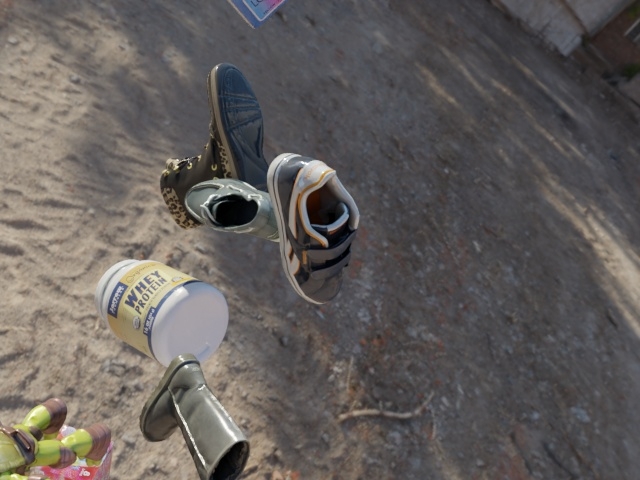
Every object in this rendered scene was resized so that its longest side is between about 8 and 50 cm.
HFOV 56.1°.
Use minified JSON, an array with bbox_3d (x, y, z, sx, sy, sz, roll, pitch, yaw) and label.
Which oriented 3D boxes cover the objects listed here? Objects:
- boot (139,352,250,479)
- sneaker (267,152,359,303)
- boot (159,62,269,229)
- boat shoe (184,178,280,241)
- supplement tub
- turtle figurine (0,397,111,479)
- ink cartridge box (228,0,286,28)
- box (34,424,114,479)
[{"bbox_3d":[-0.194,0.300,0.915,0.076,0.190,0.208,1,32,-44],"label":"boot"},{"bbox_3d":[0.000,0.000,1.096,0.127,0.321,0.126,18,47,40],"label":"sneaker"},{"bbox_3d":[-0.265,-0.203,1.439,0.138,0.284,0.378,-25,103,-51],"label":"boot"},{"bbox_3d":[-0.190,-0.073,1.235,0.319,0.116,0.099,17,0,40],"label":"boat shoe"},{"bbox_3d":[-0.420,0.182,1.571,0.316,0.229,0.228,17,14,37],"label":"supplement tub"},{"bbox_3d":[-0.347,0.229,0.645,0.269,0.087,0.217,7,3,15],"label":"turtle figurine"},{"bbox_3d":[-0.170,-0.441,0.633,0.270,0.151,0.395,51,10,19],"label":"ink cartridge box"},{"bbox_3d":[-0.569,0.563,1.384,0.128,0.257,0.123,19,34,-2],"label":"box"}]
